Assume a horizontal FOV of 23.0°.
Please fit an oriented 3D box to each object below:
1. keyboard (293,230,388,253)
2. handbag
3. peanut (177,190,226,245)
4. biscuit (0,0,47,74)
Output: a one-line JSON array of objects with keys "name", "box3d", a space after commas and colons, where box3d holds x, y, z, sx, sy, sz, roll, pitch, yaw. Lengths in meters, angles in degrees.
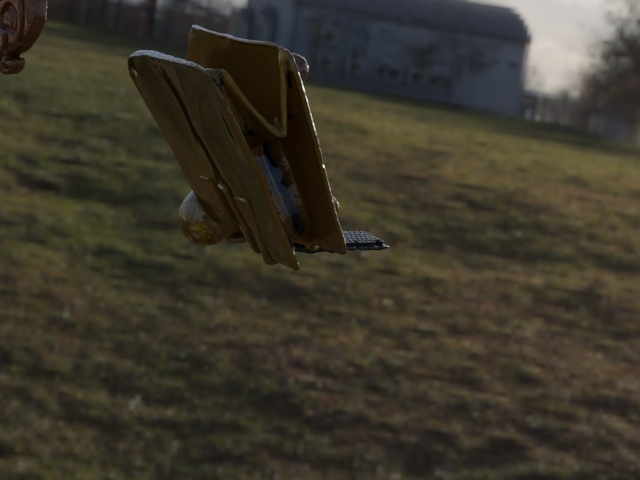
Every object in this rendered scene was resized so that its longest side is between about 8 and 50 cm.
[{"name": "keyboard", "box3d": [0.000, -0.002, 2.200, 0.196, 0.015, 0.074, 0, 23, -38]}, {"name": "handbag", "box3d": [-0.101, -0.121, 1.985, 0.133, 0.283, 0.401, -22, 17, -17]}, {"name": "peanut", "box3d": [-0.135, -0.073, 2.269, 0.087, 0.087, 0.207, 10, 45, 26]}, {"name": "biscuit", "box3d": [-0.210, -0.146, 1.043, 0.015, 0.078, 0.091, 5, -23, -40]}]
